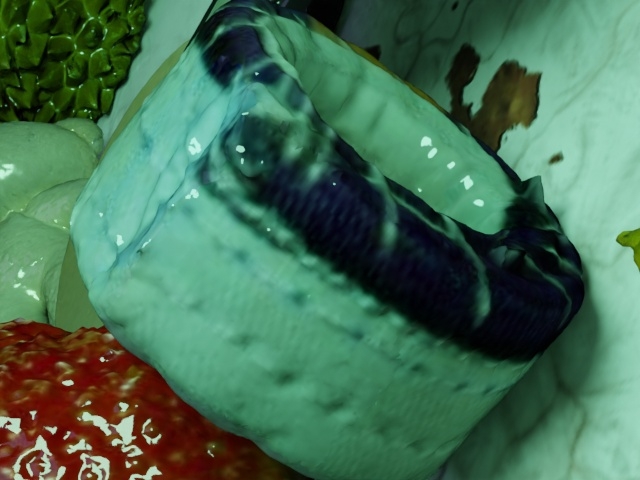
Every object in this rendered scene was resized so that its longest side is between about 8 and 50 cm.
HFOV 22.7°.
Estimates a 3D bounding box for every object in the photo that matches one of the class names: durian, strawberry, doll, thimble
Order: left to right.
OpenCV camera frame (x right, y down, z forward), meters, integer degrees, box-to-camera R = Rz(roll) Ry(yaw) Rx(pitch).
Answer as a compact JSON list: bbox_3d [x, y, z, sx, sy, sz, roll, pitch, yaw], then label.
[{"bbox_3d":[-0.285,-0.161,1.492,0.394,0.163,0.198,-64,24,14],"label":"durian"},{"bbox_3d":[-0.231,0.021,1.297,0.278,0.175,0.149,-116,18,-47],"label":"doll"},{"bbox_3d":[-0.120,0.155,0.835,0.277,0.257,0.257,-21,46,26],"label":"strawberry"},{"bbox_3d":[0.000,0.000,0.747,0.150,0.237,0.237,-53,29,18],"label":"thimble"}]

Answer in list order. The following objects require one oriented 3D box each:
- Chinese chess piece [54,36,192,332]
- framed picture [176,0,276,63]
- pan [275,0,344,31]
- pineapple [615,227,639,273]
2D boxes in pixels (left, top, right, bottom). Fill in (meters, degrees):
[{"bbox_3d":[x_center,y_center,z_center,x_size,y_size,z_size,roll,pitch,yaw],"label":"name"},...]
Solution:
[{"bbox_3d":[-0.070,-0.008,1.027,0.273,0.102,0.273,-42,35,39],"label":"Chinese chess piece"},{"bbox_3d":[0.009,-0.212,0.876,0.347,0.016,0.265,-41,21,53],"label":"framed picture"},{"bbox_3d":[-0.017,-0.207,1.167,0.115,0.040,0.212,-26,53,52],"label":"pan"},{"bbox_3d":[0.241,-0.004,0.498,0.250,0.139,0.164,-26,2,30],"label":"pineapple"}]
